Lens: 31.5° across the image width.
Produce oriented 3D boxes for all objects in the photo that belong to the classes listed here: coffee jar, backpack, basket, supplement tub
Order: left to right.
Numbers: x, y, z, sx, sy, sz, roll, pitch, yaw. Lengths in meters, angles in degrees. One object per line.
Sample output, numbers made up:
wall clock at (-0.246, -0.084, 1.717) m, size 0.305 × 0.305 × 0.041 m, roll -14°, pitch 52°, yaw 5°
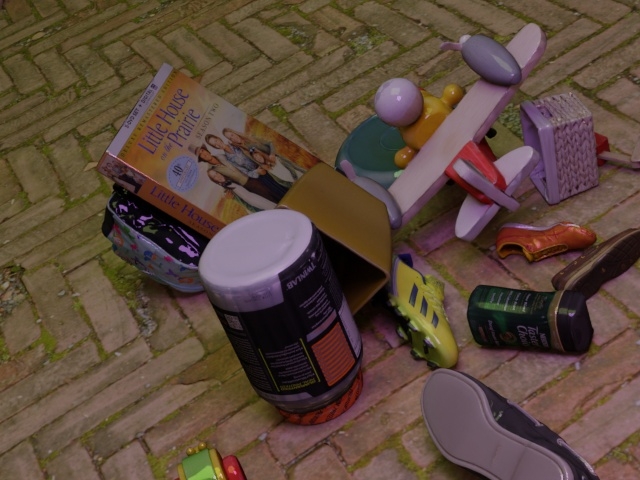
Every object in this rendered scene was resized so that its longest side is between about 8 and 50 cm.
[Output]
backpack at (-0.267, -0.025, 2.168) m, size 0.253 × 0.191 × 0.225 m, roll 31°, pitch 54°, yaw 9°
supplement tub at (-0.050, 0.125, 1.760) m, size 0.193 × 0.316 × 0.194 m, roll -14°, pitch 35°, yaw 10°
coffee jar at (0.325, 0.121, 1.755) m, size 0.184 × 0.096 × 0.079 m, roll 1°, pitch 44°, yaw 31°
basket at (0.429, -0.169, 2.030) m, size 0.103 × 0.167 × 0.113 m, roll -17°, pitch 35°, yaw -2°

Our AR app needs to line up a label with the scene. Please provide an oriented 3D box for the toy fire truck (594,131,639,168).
toy fire truck at (0.585, -0.167, 2.043) m, size 0.135 × 0.047 × 0.192 m, roll -34°, pitch 37°, yaw -15°

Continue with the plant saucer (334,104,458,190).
plant saucer at (0.174, -0.199, 2.313) m, size 0.317 × 0.044 × 0.318 m, roll -15°, pitch 35°, yaw 11°

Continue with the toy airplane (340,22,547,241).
toy airplane at (0.207, -0.174, 1.973) m, size 0.384 × 0.272 × 0.386 m, roll -26°, pitch 34°, yaw 54°

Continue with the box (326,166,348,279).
box at (0.021, -0.021, 2.095) m, size 0.060 × 0.100 × 0.244 m, roll -48°, pitch 12°, yaw 43°

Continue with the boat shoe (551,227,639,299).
boat shoe at (0.449, 0.031, 1.836) m, size 0.178 × 0.064 × 0.060 m, roll -35°, pitch 39°, yaw -14°

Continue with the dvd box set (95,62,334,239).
dvd box set at (-0.177, -0.130, 2.140) m, size 0.062 × 0.420 × 0.308 m, roll -50°, pitch 12°, yaw 41°

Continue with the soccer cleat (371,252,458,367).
soccer cleat at (0.165, 0.103, 1.871) m, size 0.121 × 0.093 × 0.289 m, roll -23°, pitch 35°, yaw -12°

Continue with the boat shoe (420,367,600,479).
boat shoe at (0.253, 0.281, 1.540) m, size 0.112 × 0.095 × 0.335 m, roll -63°, pitch 33°, yaw 6°

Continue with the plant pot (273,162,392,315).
plant pot at (0.000, 0.000, 1.895) m, size 0.212 × 0.212 × 0.187 m, roll -49°, pitch 12°, yaw 42°

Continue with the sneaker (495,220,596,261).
sneaker at (0.382, 0.007, 1.923) m, size 0.175 × 0.064 × 0.067 m, roll -4°, pitch 58°, yaw 32°

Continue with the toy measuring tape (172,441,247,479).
toy measuring tape at (-0.146, 0.397, 1.625) m, size 0.121 × 0.121 × 0.330 m, roll -24°, pitch 35°, yaw -3°
